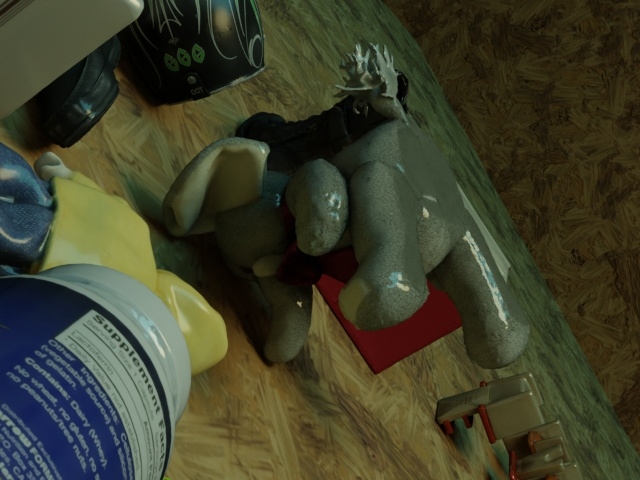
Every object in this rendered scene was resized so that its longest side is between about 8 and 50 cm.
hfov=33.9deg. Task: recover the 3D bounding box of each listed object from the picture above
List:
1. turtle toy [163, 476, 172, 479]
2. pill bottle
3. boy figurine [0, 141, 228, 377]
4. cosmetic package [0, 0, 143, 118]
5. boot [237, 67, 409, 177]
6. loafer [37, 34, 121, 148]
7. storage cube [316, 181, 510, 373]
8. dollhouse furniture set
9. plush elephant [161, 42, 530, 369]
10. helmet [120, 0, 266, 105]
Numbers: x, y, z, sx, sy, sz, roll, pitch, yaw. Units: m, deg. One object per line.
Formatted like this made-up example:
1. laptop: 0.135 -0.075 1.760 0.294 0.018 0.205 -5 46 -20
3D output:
1. turtle toy: -0.096 0.198 0.589 0.095 0.066 0.130 3 87 -70
2. pill bottle: -0.158 0.103 0.495 0.153 0.153 0.265 56 16 -5
3. boy figurine: -0.174 0.011 0.726 0.285 0.092 0.177 43 21 -42
4. cosmetic package: -0.302 -0.344 0.882 0.230 0.161 0.453 41 23 -45
5. boot: 0.011 -0.136 1.281 0.091 0.229 0.263 50 18 -24
6. loafer: -0.223 -0.150 0.920 0.078 0.076 0.223 43 17 -27
7. storage cube: 0.112 0.024 1.350 0.215 0.193 0.183 58 16 -3
8. dollhouse furniture set: 0.272 0.324 1.448 0.262 0.135 0.259 -54 122 -72
9. plush elephant: 0.000 0.000 1.024 0.272 0.255 0.330 13 54 -55
10. helmet: -0.144 -0.245 1.156 0.169 0.169 0.161 -71 143 -70
